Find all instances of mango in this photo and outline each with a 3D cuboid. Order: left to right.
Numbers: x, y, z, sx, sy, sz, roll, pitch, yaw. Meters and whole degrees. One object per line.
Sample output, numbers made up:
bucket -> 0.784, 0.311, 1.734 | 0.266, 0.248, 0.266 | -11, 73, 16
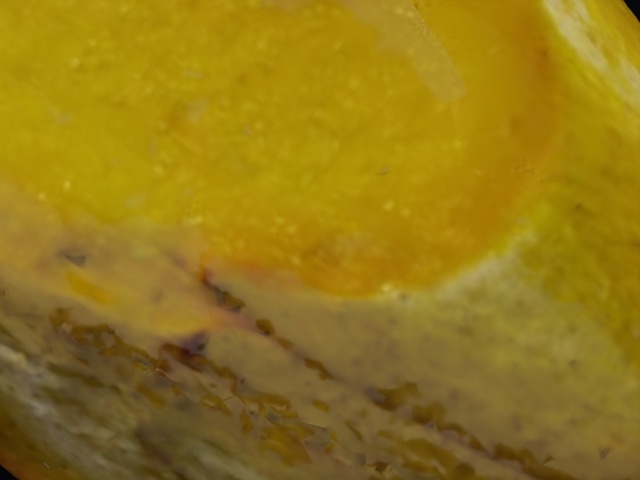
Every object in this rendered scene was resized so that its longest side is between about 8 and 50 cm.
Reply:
mango -> 0.000, 0.000, 0.435 | 0.187, 0.138, 0.257 | -44, -90, 9
